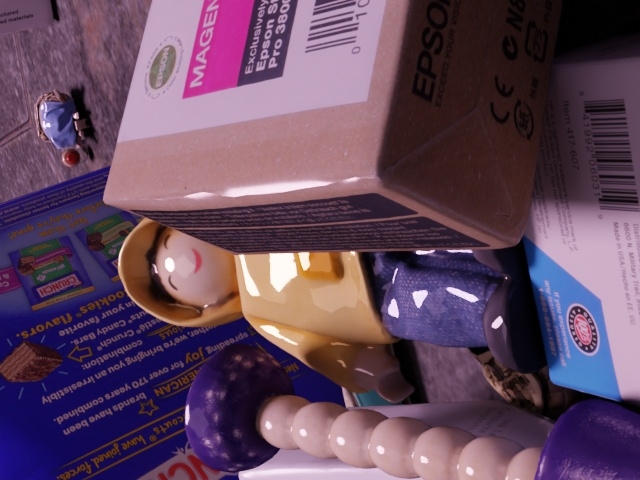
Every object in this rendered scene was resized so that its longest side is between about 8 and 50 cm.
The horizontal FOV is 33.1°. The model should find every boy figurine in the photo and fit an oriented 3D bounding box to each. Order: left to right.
[{"bbox_3d":[0.000,0.000,0.590,0.285,0.092,0.177,2,108,40],"label":"boy figurine"}]

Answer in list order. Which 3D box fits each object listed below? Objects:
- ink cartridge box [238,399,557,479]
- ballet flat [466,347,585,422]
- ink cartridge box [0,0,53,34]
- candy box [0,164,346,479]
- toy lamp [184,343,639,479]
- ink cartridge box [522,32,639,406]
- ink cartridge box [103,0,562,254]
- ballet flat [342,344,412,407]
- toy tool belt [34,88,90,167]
[{"bbox_3d":[0.163,0.236,0.571,0.385,0.091,0.308,-10,102,38],"label":"ink cartridge box"},{"bbox_3d":[0.068,0.000,0.622,0.250,0.058,0.084,62,151,13],"label":"ballet flat"},{"bbox_3d":[-0.384,-0.370,1.091,0.211,0.121,0.289,33,134,46],"label":"ink cartridge box"},{"bbox_3d":[-0.155,0.102,0.850,0.317,0.268,0.122,52,150,29],"label":"candy box"},{"bbox_3d":[0.055,0.099,0.499,0.275,0.080,0.080,7,114,43],"label":"toy lamp"},{"bbox_3d":[0.173,-0.008,0.410,0.203,0.086,0.148,8,114,57],"label":"ink cartridge box"},{"bbox_3d":[0.010,-0.116,0.479,0.193,0.088,0.234,-3,72,48],"label":"ink cartridge box"},{"bbox_3d":[0.047,0.131,0.764,0.052,0.057,0.168,-116,14,-82],"label":"ballet flat"},{"bbox_3d":[-0.269,-0.117,1.131,0.051,0.052,0.083,8,116,67],"label":"toy tool belt"}]
